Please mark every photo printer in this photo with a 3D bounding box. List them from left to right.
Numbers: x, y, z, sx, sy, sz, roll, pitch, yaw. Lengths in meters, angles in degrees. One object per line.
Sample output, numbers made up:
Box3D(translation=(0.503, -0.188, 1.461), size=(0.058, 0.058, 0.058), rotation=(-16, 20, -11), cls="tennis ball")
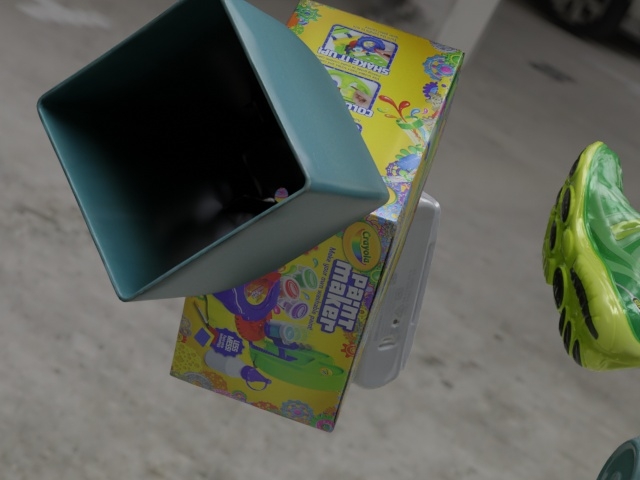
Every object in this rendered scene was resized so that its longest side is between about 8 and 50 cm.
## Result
Box3D(translation=(0.000, 0.000, 2.006), size=(0.107, 0.256, 0.307), rotation=(-10, 33, -37), cls="photo printer")

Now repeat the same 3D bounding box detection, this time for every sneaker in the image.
Box3D(translation=(0.284, 0.023, 1.562), size=(0.123, 0.109, 0.295), rotation=(13, 40, -10), cls="sneaker")

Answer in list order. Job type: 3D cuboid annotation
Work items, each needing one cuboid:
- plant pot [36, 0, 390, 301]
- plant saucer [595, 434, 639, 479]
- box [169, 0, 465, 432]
Box3D(translation=(-0.054, -0.058, 1.221), size=(0.234, 0.165, 0.166), rotation=(9, 53, -63), cls="plant pot")
Box3D(translation=(0.265, 0.219, 1.444), size=(0.021, 0.119, 0.119), rotation=(27, 14, -8), cls="plant saucer")
Box3D(translation=(-0.002, -0.025, 1.602), size=(0.177, 0.290, 0.279), rotation=(19, 42, 4), cls="box")
